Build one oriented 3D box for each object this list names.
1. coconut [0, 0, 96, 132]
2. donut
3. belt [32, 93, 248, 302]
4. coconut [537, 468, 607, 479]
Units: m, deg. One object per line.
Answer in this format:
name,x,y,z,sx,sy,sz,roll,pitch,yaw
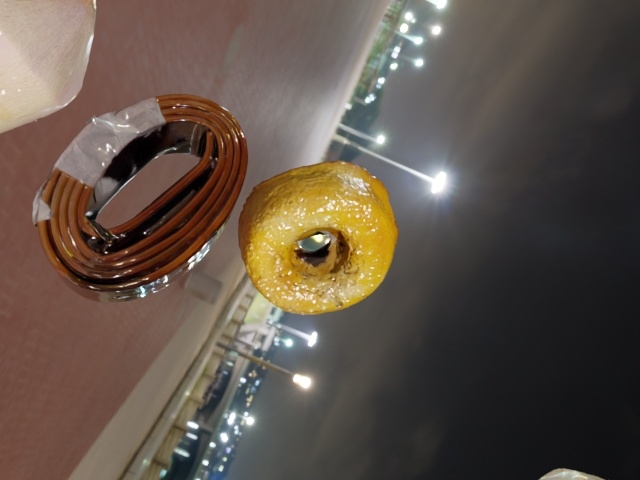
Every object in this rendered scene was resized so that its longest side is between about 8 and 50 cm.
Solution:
coconut,-0.377,-0.245,0.699,0.233,0.224,0.224,-26,-168,11
donut,-0.003,0.000,0.914,0.118,0.253,0.254,-108,-142,-61
belt,-0.197,-0.052,0.687,0.261,0.184,0.105,-45,-178,-23
coconut,0.387,0.514,0.845,0.360,0.346,0.347,6,-112,47
